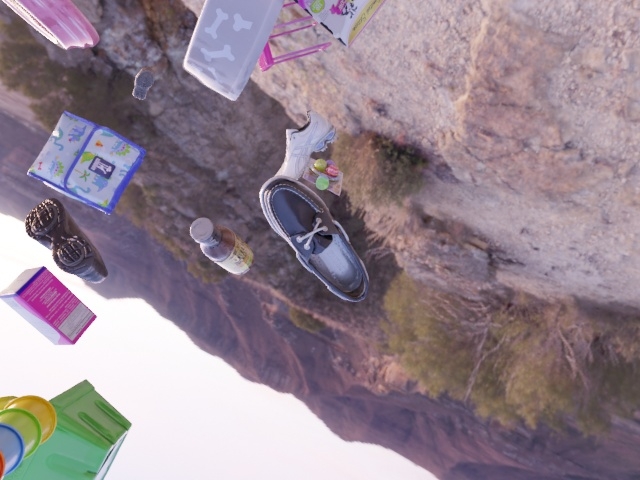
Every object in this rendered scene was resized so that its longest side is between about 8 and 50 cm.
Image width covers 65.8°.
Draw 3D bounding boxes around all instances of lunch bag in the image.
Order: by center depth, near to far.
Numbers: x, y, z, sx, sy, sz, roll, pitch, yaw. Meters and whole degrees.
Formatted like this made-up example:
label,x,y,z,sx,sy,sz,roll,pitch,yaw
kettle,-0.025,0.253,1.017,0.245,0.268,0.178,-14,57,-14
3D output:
label,x,y,z,sx,sy,sz,roll,pitch,yaw
lunch bag,-0.389,-0.128,0.841,0.151,0.129,0.096,25,171,9

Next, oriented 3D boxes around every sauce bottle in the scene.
label,x,y,z,sx,sy,sz,roll,pitch,yaw
sauce bottle,-0.298,0.019,1.514,0.111,0.112,0.344,25,171,15

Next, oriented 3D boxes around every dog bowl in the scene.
label,x,y,z,sx,sy,sz,roll,pitch,yaw
dog bowl,-0.129,-0.410,0.824,0.102,0.349,0.348,20,173,-20

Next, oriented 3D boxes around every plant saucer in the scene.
label,x,y,z,sx,sy,sz,roll,pitch,yaw
plant saucer,-0.711,-0.594,1.218,0.332,0.084,0.332,37,172,6

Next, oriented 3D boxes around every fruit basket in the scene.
label,x,y,z,sx,sy,sz,roll,pitch,yaw
fruit basket,-0.679,0.493,1.145,0.391,0.392,0.283,28,177,-2

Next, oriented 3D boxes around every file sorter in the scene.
label,x,y,z,sx,sy,sz,roll,pitch,yaw
file sorter,-0.101,-0.602,1.242,0.202,0.182,0.291,-125,17,-72

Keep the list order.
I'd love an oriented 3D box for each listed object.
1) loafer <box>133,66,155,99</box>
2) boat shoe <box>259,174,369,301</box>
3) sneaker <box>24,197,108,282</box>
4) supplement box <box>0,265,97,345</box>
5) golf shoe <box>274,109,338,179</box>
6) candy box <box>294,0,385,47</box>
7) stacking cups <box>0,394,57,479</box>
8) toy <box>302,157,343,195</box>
label,x,y,z,sx,sy,sz,roll,pitch,yaw
loafer,-0.572,-0.515,1.597,0.056,0.050,0.148,14,153,-32
boat shoe,0.000,0.000,0.964,0.302,0.114,0.091,45,-178,-27
sneaker,-0.632,0.008,1.235,0.286,0.109,0.130,45,166,27
supplement box,-0.767,0.188,1.401,0.111,0.114,0.220,-8,127,34
golf shoe,-0.050,-0.187,1.011,0.086,0.176,0.069,39,-176,-28
candy box,0.022,-0.551,1.055,0.233,0.159,0.071,38,-159,-7
stacking cups,-0.485,0.317,0.729,0.096,0.096,0.316,30,172,-10
toy,0.021,-0.241,1.705,0.136,0.056,0.237,25,-152,-6
